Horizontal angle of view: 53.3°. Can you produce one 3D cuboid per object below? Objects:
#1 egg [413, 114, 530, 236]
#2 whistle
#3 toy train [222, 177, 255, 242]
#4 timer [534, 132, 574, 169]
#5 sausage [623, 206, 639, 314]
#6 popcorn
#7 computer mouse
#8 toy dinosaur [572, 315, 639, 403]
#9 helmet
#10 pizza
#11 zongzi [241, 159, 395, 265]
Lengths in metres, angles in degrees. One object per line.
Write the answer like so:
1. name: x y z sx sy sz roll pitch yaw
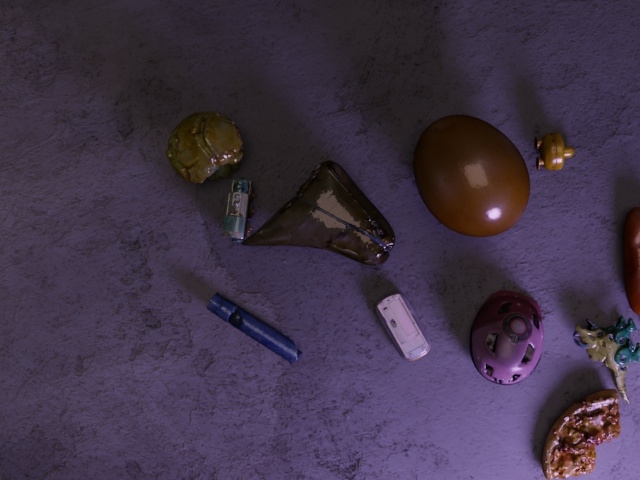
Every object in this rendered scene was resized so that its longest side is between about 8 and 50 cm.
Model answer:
1. egg: 0.400 -0.174 1.715 0.283 0.282 0.351 -30 82 3
2. whistle: -0.187 0.254 1.850 0.304 0.062 0.062 31 89 8
3. toy train: -0.236 -0.092 1.854 0.081 0.125 0.193 5 86 3
4. timer: 0.661 -0.249 1.786 0.109 0.107 0.107 -4 84 9
5. sausage: 0.878 0.057 1.748 0.089 0.083 0.299 0 82 12
6. popcorn: -0.335 -0.272 1.855 0.221 0.183 0.204 -18 77 5
7. computer mouse: 0.235 0.244 1.814 0.102 0.045 0.199 -31 83 3
8. toy dinosaur: 0.804 0.314 1.732 0.153 0.094 0.259 -30 90 2
9. helmet: 0.511 0.268 1.735 0.199 0.154 0.253 18 92 8
10. pizza: 0.711 0.529 1.720 0.161 0.085 0.305 36 90 7
11. zongzi: 0.000 0.000 1.802 0.360 0.160 0.323 -40 81 1
